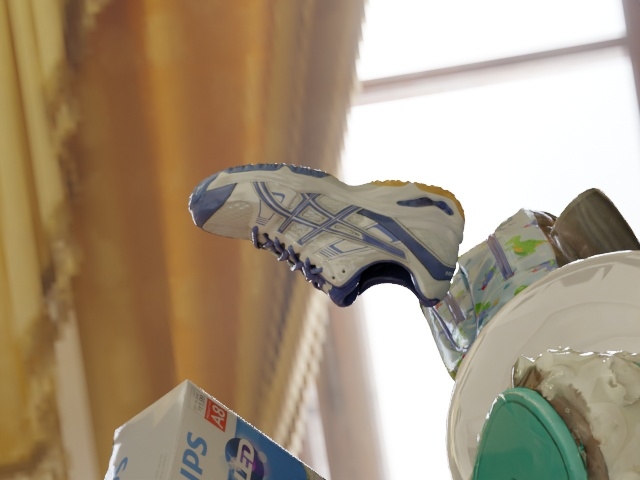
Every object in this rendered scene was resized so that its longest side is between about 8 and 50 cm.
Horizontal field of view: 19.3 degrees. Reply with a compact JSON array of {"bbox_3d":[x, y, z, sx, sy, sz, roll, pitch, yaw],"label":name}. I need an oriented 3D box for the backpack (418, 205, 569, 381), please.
[{"bbox_3d":[0.245,0.108,1.998,0.273,0.290,0.355,-37,24,22],"label":"backpack"}]

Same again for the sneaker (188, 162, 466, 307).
[{"bbox_3d":[0.000,0.000,1.973,0.296,0.131,0.112,5,-18,11],"label":"sneaker"}]

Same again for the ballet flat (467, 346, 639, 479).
[{"bbox_3d":[0.118,0.220,0.953,0.147,0.409,0.147,11,37,-8],"label":"ballet flat"}]

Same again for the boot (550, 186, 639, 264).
[{"bbox_3d":[0.273,0.045,1.525,0.076,0.209,0.190,-21,-14,-17],"label":"boot"}]

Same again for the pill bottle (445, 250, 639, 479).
[{"bbox_3d":[0.264,0.196,1.293,0.224,0.224,0.392,-9,-36,30],"label":"pill bottle"}]

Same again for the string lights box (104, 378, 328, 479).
[{"bbox_3d":[-0.019,0.216,1.158,0.076,0.259,0.133,-35,29,32],"label":"string lights box"}]
